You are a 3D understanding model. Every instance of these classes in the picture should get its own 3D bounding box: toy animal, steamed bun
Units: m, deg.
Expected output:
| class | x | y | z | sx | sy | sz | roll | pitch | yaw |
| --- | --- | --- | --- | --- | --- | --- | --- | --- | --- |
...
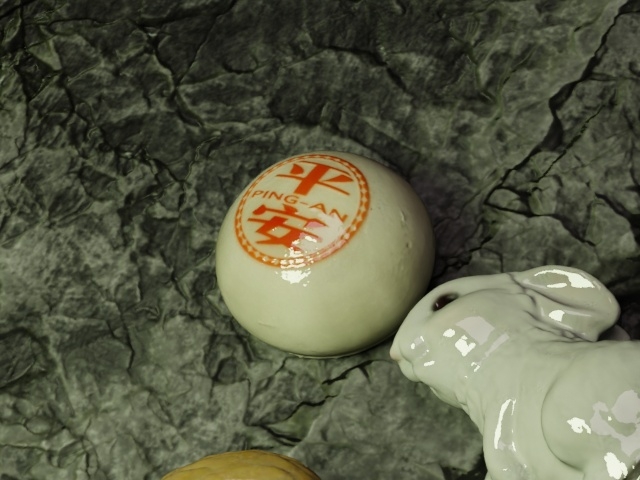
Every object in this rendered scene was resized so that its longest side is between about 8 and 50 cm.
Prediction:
| class | x | y | z | sx | sy | sz | roll | pitch | yaw |
| --- | --- | --- | --- | --- | --- | --- | --- | --- | --- |
| toy animal | 0.234 | 0.136 | 1.761 | 0.258 | 0.194 | 0.357 | -40 | 46 | -4 |
| steamed bun | 0.000 | 0.000 | 1.931 | 0.231 | 0.145 | 0.232 | -7 | 53 | 9 |

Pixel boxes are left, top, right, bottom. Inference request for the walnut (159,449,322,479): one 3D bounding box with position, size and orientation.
| class | x | y | z | sx | sy | sz | roll | pitch | yaw |
| --- | --- | --- | --- | --- | --- | --- | --- | --- | --- |
| walnut | -0.071 | 0.288 | 1.715 | 0.213 | 0.213 | 0.213 | -7 | 53 | 9 |
